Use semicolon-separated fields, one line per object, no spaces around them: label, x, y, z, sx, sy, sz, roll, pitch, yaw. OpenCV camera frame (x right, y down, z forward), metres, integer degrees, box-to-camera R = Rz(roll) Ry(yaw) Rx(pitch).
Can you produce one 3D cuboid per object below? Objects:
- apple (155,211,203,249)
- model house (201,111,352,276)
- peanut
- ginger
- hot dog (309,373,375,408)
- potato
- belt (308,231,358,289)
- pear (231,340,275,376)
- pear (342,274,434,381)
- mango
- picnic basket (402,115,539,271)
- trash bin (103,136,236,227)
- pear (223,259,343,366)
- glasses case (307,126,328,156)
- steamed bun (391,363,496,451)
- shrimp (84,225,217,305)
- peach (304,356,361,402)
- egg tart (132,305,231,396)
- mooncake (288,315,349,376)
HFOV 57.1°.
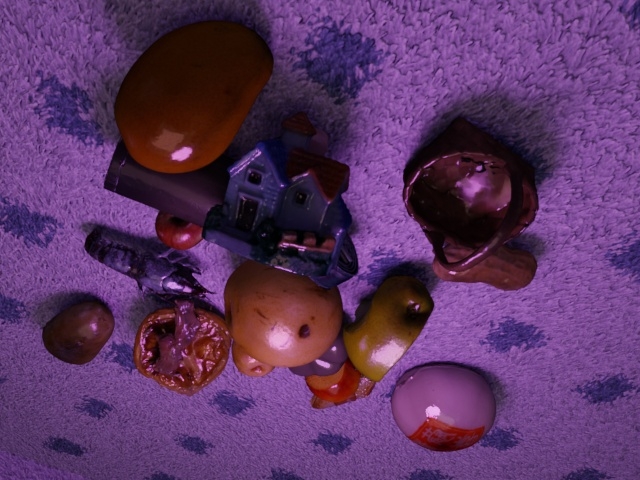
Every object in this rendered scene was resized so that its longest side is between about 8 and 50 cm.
apple;-0.388;-0.043;1.646;0.146;0.146;0.131;12;157;-3
model house;-0.060;-0.122;1.345;0.294;0.251;0.330;22;102;12
peanut;0.456;0.055;1.614;0.291;0.143;0.159;10;126;-8
ginger;-0.460;0.306;1.882;0.122;0.084;0.290;26;106;4
hot dog;0.080;0.546;2.187;0.261;0.093;0.123;-14;124;1
potato;-0.832;0.314;2.039;0.210;0.173;0.307;37;126;-23
belt;0.000;0.000;1.581;0.116;0.206;0.267;-29;114;24
pear;-0.224;0.373;2.013;0.177;0.178;0.178;4;135;4
pear;0.205;0.228;1.746;0.176;0.286;0.282;36;132;0
mango;-0.271;-0.316;1.264;0.378;0.221;0.264;-43;89;-2
picnic basket;0.357;-0.070;1.383;0.337;0.337;0.293;29;131;-19
trash bin;-0.358;-0.163;1.476;0.301;0.203;0.252;24;139;-15
pear;-0.112;0.195;1.695;0.348;0.348;0.348;4;135;4
glasses case;-0.046;-0.202;1.499;0.083;0.050;0.196;24;132;-11
steamed bun;0.439;0.619;2.103;0.374;0.241;0.375;2;136;2
shrimp;-0.514;0.086;1.785;0.410;0.166;0.221;21;107;-19
peach;0.040;0.465;2.050;0.192;0.190;0.190;29;132;-13
egg tart;-0.463;0.347;2.010;0.351;0.153;0.340;27;106;-29
mooncake;-0.027;0.331;1.930;0.274;0.135;0.275;7;121;12
